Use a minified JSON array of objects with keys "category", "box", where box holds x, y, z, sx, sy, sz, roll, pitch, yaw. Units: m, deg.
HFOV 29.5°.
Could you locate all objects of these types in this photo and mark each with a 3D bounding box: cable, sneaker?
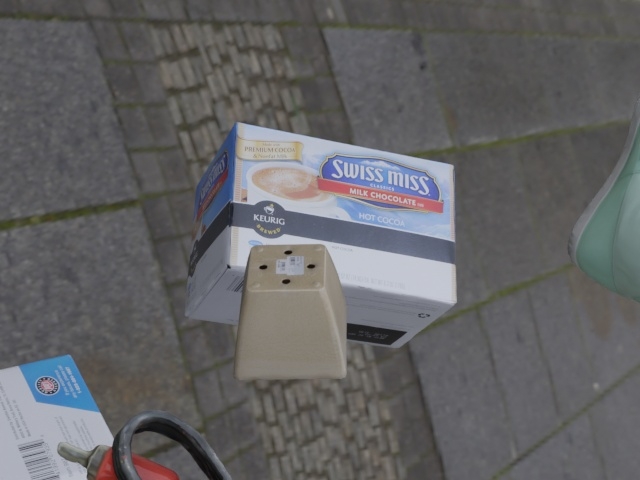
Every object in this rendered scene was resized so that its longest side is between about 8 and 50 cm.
[{"category":"cable","box":[-0.055,0.208,0.819,0.287,0.072,0.139,21,71,-13]},{"category":"sneaker","box":[0.336,-0.054,1.086,0.094,0.256,0.151,17,16,-30]}]

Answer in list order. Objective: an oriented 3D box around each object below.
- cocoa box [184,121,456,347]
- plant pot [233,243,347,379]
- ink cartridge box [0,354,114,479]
[{"category":"cocoa box","box":[0.000,0.000,1.788,0.347,0.231,0.228,10,65,-17]},{"category":"plant pot","box":[-0.030,0.062,1.174,0.109,0.109,0.096,-88,175,-54]},{"category":"ink cartridge box","box":[-0.416,0.284,1.474,0.307,0.129,0.223,-11,43,-28]}]
